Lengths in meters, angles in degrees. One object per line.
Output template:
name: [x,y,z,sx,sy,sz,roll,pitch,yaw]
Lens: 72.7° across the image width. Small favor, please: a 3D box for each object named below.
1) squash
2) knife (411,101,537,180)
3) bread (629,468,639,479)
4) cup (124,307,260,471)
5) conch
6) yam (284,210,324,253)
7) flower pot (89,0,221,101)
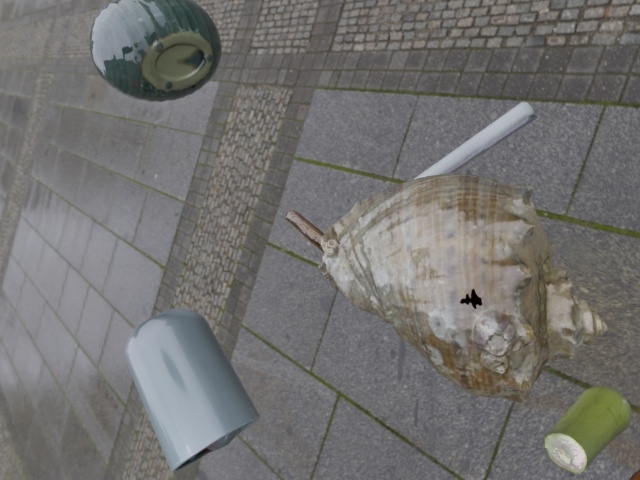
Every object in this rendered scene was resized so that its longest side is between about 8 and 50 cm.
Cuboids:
squash: [0.443,0.307,0.720,0.083,0.250,0.083,8,100,48]
knife: [0.290,-0.171,0.838,0.266,0.073,0.040,-35,84,6]
bread: [0.341,0.401,0.301,0.332,0.143,0.324,-66,12,-5]
cup: [-0.297,0.321,0.981,0.205,0.206,0.312,-44,68,27]
conch: [0.178,0.027,0.546,0.210,0.353,0.296,111,179,-69]
yam: [0.000,0.000,1.262,0.264,0.046,0.046,40,111,11]
flower pot: [-0.300,-0.360,0.814,0.157,0.243,0.189,40,144,29]
